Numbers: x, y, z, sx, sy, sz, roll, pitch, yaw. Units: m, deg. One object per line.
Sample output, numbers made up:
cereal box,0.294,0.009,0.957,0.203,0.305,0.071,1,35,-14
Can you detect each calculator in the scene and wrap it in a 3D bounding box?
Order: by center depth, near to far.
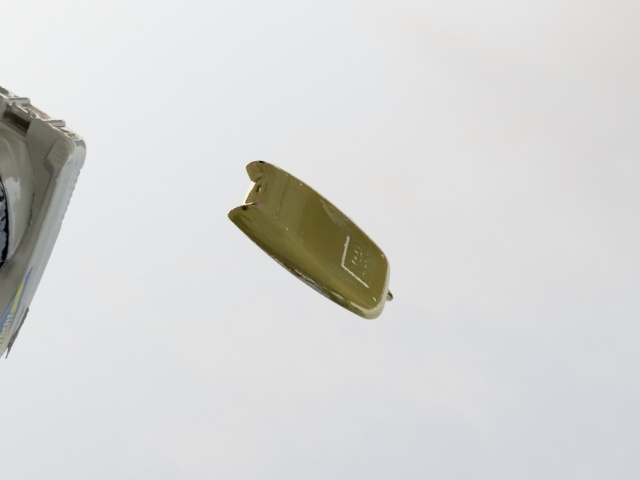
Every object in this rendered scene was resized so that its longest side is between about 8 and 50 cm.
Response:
calculator,0.000,0.000,1.503,0.033,0.236,0.157,-43,-161,30

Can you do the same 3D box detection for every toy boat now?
toy boat,-0.299,0.006,1.052,0.141,0.141,0.269,37,-79,40
